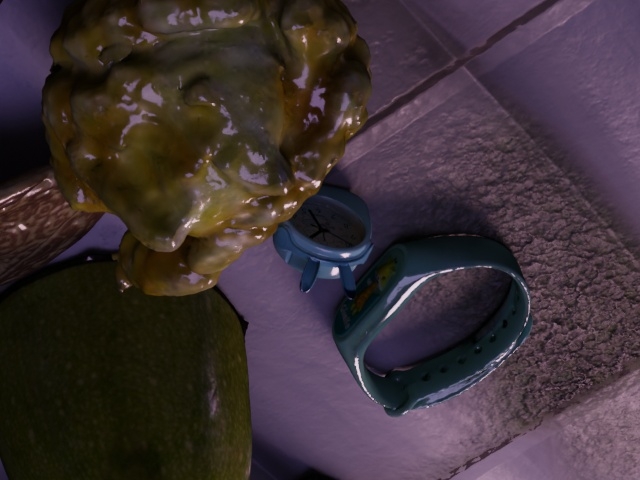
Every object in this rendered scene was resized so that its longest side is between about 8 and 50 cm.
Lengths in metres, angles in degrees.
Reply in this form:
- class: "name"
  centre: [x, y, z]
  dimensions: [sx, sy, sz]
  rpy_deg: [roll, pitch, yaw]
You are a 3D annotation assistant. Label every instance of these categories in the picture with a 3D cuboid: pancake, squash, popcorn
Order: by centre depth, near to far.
- class: "popcorn"
  centre: [-0.116, -0.123, 1.623]
  dimensions: [0.335, 0.274, 0.279]
  rpy_deg: [-31, 125, 16]
- class: "pancake"
  centre: [-0.314, -0.005, 1.763]
  dimensions: [0.250, 0.031, 0.250]
  rpy_deg: [-28, 165, -8]
- class: "squash"
  centre: [-0.214, 0.222, 1.871]
  dimensions: [0.310, 0.309, 0.310]
  rpy_deg: [-4, 130, -5]

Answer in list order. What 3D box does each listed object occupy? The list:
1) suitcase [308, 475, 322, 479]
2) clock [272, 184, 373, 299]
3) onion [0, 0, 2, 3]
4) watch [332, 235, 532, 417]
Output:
- class: "suitcase"
  centre: [-0.005, 0.475, 2.099]
  dimensions: [0.229, 0.335, 0.152]
  rpy_deg: [-40, 129, 21]
- class: "clock"
  centre: [0.000, -0.001, 1.824]
  dimensions: [0.108, 0.147, 0.045]
  rpy_deg: [10, 127, -17]
- class: "onion"
  centre: [-0.343, -0.251, 1.541]
  dimensions: [0.177, 0.177, 0.153]
  rpy_deg: [-6, 162, -5]
- class: "watch"
  centre: [0.120, 0.092, 1.981]
  dimensions: [0.195, 0.068, 0.237]
  rpy_deg: [26, 117, -30]
